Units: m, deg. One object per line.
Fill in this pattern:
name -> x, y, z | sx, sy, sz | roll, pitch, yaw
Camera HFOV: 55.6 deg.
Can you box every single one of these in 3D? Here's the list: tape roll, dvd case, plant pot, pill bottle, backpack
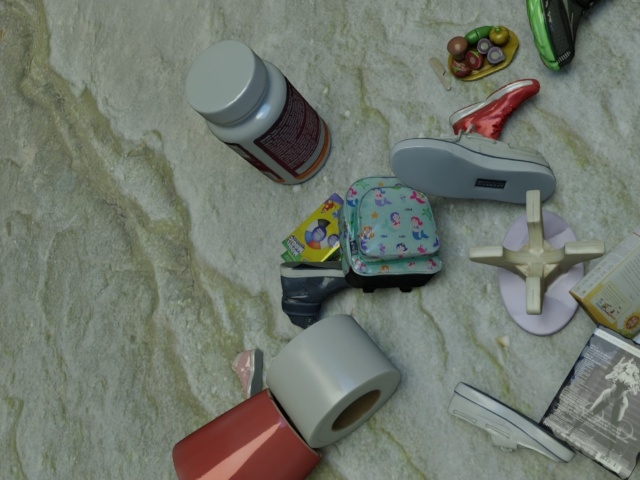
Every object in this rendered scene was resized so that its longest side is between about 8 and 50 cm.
tape roll -> 0.028, 0.302, 1.312 | 0.246, 0.246, 0.169 | -45, 59, 5
dvd case -> 0.516, 0.281, 1.074 | 0.165, 0.018, 0.221 | 31, 90, 33
plant pot -> -0.145, 0.477, 1.338 | 0.243, 0.275, 0.275 | -40, 60, -2
pill bottle -> -0.148, -0.311, 1.523 | 0.224, 0.392, 0.223 | -8, 69, 23
backpack -> 0.152, -0.029, 1.390 | 0.225, 0.191, 0.253 | -1, 62, -9

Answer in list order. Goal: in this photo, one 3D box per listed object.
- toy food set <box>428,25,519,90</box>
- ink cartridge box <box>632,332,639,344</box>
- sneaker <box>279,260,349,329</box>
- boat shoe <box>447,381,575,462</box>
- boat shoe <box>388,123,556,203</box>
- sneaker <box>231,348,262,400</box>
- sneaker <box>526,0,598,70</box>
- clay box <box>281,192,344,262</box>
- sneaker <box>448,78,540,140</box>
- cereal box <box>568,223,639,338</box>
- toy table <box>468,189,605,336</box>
toy food set -> 0.379, -0.472, 1.511 | 0.218, 0.071, 0.128 | -22, 64, 18
ink cartridge box -> 0.653, 0.258, 1.095 | 0.289, 0.121, 0.211 | -42, 60, 8
sneaker -> 0.014, 0.135, 1.474 | 0.227, 0.086, 0.163 | 0, 102, -4
boat shoe -> 0.374, 0.380, 1.215 | 0.258, 0.095, 0.084 | 26, 89, 41
boat shoe -> 0.331, -0.188, 1.345 | 0.368, 0.135, 0.156 | 7, 46, -3
sneaker -> -0.186, 0.339, 1.515 | 0.070, 0.051, 0.134 | -10, 65, 24
sneaker -> 0.601, -0.622, 1.393 | 0.202, 0.185, 0.482 | 11, 79, 32
clay box -> 0.000, 0.000, 1.541 | 0.222, 0.053, 0.127 | -43, 60, 6
sneaker -> 0.424, -0.279, 1.429 | 0.221, 0.087, 0.128 | -26, 71, 29
cereal box -> 0.611, 0.070, 1.158 | 0.240, 0.173, 0.047 | -45, 28, 4
toy table -> 0.448, 0.046, 1.248 | 0.252, 0.161, 0.274 | -14, 66, 21
